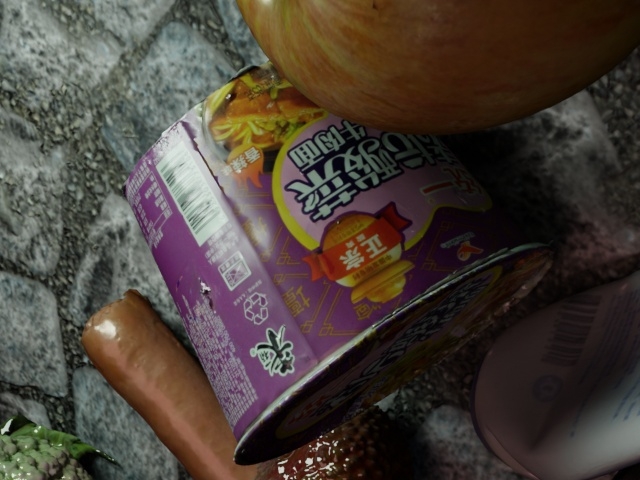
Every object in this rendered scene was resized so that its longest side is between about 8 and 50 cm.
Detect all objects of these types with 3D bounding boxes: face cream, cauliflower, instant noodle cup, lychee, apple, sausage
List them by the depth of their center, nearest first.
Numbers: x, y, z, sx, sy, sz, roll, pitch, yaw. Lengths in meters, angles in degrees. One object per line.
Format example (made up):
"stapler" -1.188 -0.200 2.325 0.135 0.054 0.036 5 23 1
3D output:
"apple" 0.102 -0.276 1.383 0.400 0.334 0.400 161 90 -72
"face cream" 0.266 0.093 1.528 0.137 0.234 0.420 35 149 -13
"instant noodle cup" 0.000 0.000 1.642 0.266 0.340 0.340 56 133 14
"lychee" 0.007 0.228 1.828 0.165 0.165 0.197 -19 133 40
"sausage" -0.096 0.230 1.952 0.419 0.094 0.094 48 127 6
"cauliflower" -0.363 0.340 2.082 0.239 0.315 0.256 50 176 -3

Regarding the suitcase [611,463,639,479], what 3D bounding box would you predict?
"suitcase" 0.412 0.186 1.530 0.229 0.152 0.335 46 129 7
